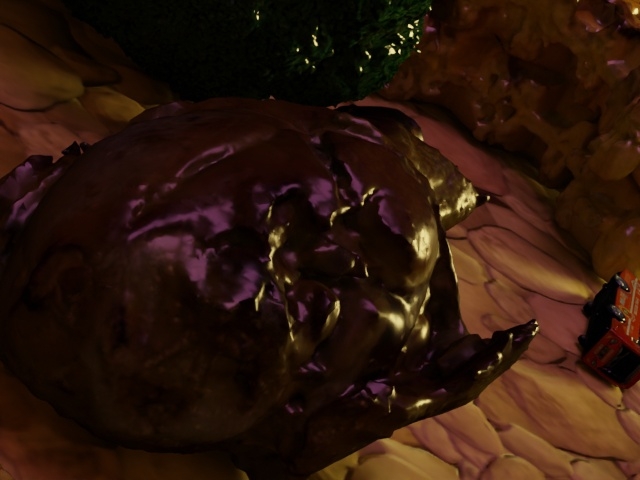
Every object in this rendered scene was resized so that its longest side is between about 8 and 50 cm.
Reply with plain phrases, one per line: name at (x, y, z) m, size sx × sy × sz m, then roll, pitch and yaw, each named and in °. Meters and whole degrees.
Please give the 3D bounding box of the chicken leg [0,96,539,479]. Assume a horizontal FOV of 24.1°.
chicken leg at (0.008, 0.001, 0.678) m, size 0.211 × 0.140 × 0.361 m, roll 34°, pitch 27°, yaw 23°

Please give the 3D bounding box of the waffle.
waffle at (0.163, -0.120, 1.072) m, size 0.324 × 0.151 × 0.261 m, roll 41°, pitch 29°, yaw 13°

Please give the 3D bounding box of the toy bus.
toy bus at (0.184, 0.053, 0.916) m, size 0.043 × 0.031 × 0.110 m, roll 39°, pitch 25°, yaw -2°

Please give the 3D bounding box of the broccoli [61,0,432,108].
broccoli at (-0.034, -0.215, 0.843) m, size 0.297 × 0.297 × 0.297 m, roll 35°, pitch 43°, yaw 4°

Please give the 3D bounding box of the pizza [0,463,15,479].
pizza at (-0.141, 0.090, 0.442) m, size 0.134 × 0.056 × 0.271 m, roll 13°, pitch 30°, yaw -52°
